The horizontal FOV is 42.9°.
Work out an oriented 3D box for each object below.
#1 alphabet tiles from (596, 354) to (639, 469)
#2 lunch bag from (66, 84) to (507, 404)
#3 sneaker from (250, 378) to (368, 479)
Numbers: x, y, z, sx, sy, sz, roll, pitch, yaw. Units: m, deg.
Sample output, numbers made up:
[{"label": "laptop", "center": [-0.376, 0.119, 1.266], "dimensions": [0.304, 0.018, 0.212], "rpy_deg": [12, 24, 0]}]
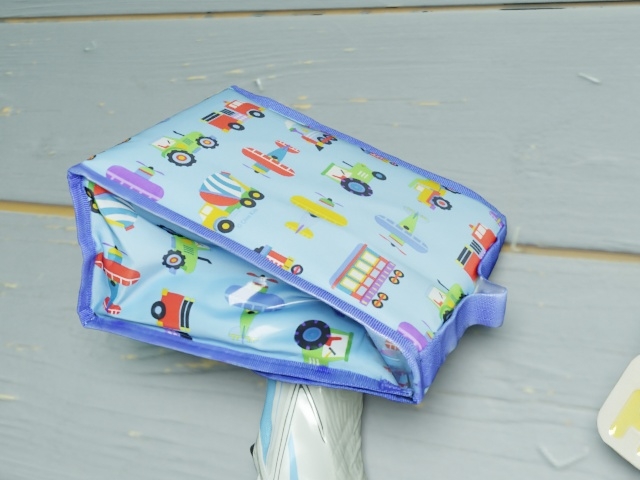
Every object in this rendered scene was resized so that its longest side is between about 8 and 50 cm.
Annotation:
[{"label": "alphabet tiles", "center": [0.290, 0.133, 0.431], "dimensions": [0.284, 0.021, 0.278], "rpy_deg": [41, 109, 42]}, {"label": "lunch bag", "center": [0.000, 0.000, 0.617], "dimensions": [0.293, 0.138, 0.221], "rpy_deg": [17, 31, 20]}, {"label": "sneaker", "center": [-0.009, 0.180, 0.573], "dimensions": [0.086, 0.085, 0.237], "rpy_deg": [-25, 50, 31]}]
